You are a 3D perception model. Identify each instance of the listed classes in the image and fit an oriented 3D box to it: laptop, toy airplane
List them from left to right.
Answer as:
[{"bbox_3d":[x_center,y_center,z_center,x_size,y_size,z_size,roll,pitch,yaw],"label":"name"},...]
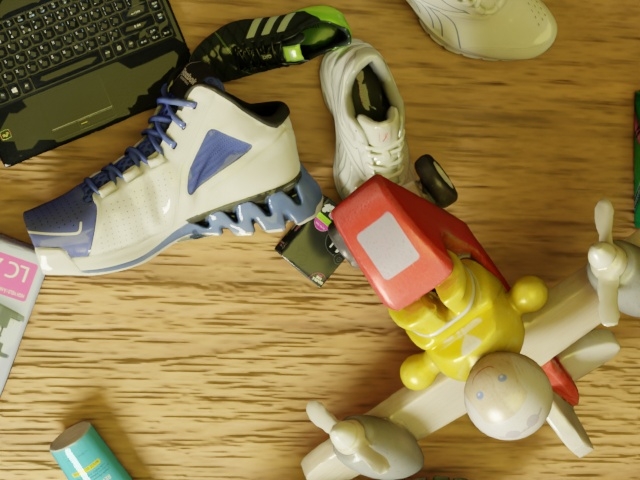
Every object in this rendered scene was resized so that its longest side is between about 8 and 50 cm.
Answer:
[{"bbox_3d":[-0.270,-0.234,1.288,0.234,0.136,0.264,-23,101,-6],"label":"laptop"},{"bbox_3d":[0.182,0.121,1.323,0.385,0.272,0.386,3,121,-10],"label":"toy airplane"}]

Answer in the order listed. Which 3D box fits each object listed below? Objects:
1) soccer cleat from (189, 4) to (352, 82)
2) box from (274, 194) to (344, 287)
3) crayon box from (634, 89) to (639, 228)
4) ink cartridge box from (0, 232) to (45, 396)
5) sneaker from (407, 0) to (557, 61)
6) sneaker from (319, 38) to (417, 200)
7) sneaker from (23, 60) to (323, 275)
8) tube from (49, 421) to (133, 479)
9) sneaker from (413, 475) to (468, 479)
[{"bbox_3d":[-0.053,-0.208,1.356,0.179,0.072,0.060,-20,122,-10],"label":"soccer cleat"},{"bbox_3d":[0.000,0.000,1.412,0.062,0.052,0.083,41,90,-12],"label":"box"},{"bbox_3d":[0.511,-0.098,1.478,0.279,0.081,0.165,-3,98,-10],"label":"crayon box"},{"bbox_3d":[-0.425,0.127,1.348,0.186,0.065,0.311,21,95,-12],"label":"ink cartridge box"},{"bbox_3d":[0.132,-0.283,1.360,0.297,0.129,0.111,29,90,-14],"label":"sneaker"},{"bbox_3d":[0.057,-0.104,1.376,0.090,0.115,0.232,-19,100,-7],"label":"sneaker"},{"bbox_3d":[-0.160,-0.087,1.321,0.316,0.127,0.182,-15,113,-15],"label":"sneaker"},{"bbox_3d":[-0.226,0.298,1.416,0.080,0.052,0.207,-29,108,4],"label":"tube"},{"bbox_3d":[0.060,0.369,1.392,0.344,0.134,0.146,-20,64,-19],"label":"sneaker"}]
